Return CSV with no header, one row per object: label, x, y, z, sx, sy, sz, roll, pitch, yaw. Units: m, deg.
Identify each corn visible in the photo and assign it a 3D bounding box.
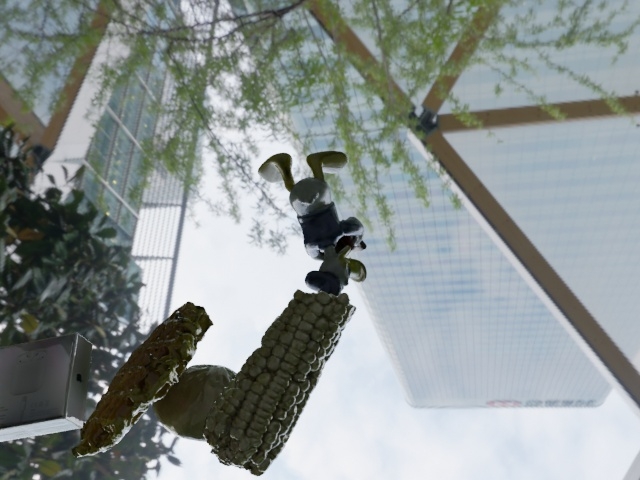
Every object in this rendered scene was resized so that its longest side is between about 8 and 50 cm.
corn,-0.044,0.138,0.667,0.087,0.087,0.211,26,-98,24

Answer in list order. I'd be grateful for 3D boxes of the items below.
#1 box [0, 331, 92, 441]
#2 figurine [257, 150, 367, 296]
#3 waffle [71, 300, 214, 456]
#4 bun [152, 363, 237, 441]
box,-0.405,0.209,0.920,0.130,0.051,0.129,-11,-125,8
figurine,0.000,0.000,1.416,0.205,0.283,0.338,-16,-126,13
waffle,-0.301,0.229,1.108,0.068,0.325,0.302,40,-75,-14
bun,-0.220,0.295,1.213,0.193,0.178,0.127,12,-87,43
